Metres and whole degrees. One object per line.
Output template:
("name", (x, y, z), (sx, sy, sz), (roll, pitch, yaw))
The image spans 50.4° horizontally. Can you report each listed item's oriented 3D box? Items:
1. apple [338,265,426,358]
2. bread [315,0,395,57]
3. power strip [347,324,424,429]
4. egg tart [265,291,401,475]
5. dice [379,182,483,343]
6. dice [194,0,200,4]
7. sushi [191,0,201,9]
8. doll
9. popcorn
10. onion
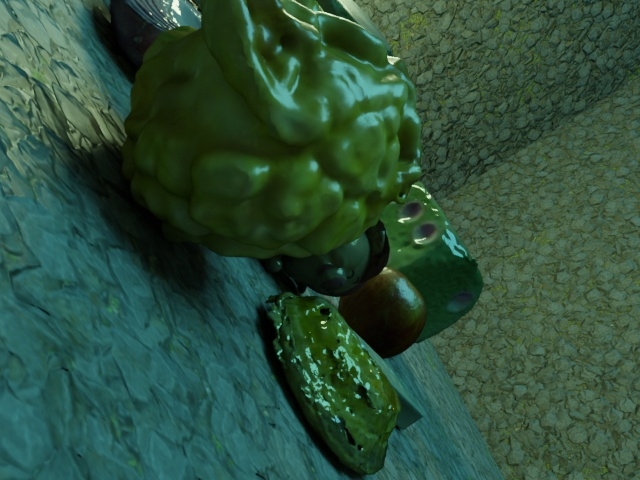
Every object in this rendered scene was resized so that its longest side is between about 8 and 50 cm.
("apple", (0.132, 0.152, 1.418), (0.195, 0.173, 0.160), (50, 8, -27))
("bread", (0.012, -0.291, 1.232), (0.395, 0.264, 0.239), (52, 11, 15))
("power strip", (0.091, 0.241, 1.213), (0.385, 0.062, 0.091), (50, 8, -51))
("egg tart", (0.027, 0.180, 0.926), (0.278, 0.095, 0.279), (57, 8, -13))
("dice", (0.218, 0.057, 1.811), (0.330, 0.318, 0.322), (51, 9, -47))
("dice", (-0.261, -0.616, 1.507), (0.277, 0.304, 0.304), (52, 9, -45))
("sushi", (-0.227, -0.363, 1.400), (0.332, 0.124, 0.130), (55, -2, -27))
("doll", (-0.001, 0.003, 1.116), (0.256, 0.196, 0.152), (48, 48, -43))
("popcorn", (-0.060, -0.155, 0.746), (0.349, 0.349, 0.381), (-110, -157, -58))
("onion", (-0.242, -0.334, 1.096), (0.227, 0.120, 0.283), (18, 34, -39))
